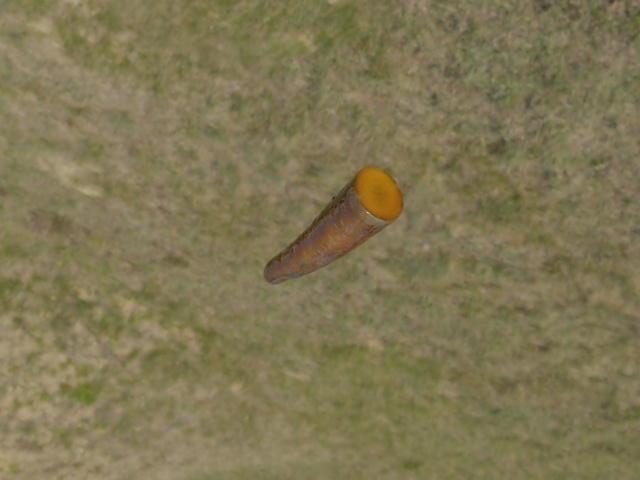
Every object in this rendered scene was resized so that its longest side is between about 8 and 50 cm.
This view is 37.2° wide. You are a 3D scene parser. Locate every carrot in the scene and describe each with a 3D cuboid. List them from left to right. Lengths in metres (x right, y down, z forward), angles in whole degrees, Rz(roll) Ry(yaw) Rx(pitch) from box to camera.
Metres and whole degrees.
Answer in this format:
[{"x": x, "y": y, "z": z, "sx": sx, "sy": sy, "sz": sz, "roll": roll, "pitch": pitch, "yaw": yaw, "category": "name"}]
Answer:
[{"x": 0.000, "y": 0.000, "z": 1.002, "sx": 0.061, "sy": 0.061, "sz": 0.209, "roll": 30, "pitch": 138, "yaw": -21, "category": "carrot"}]
